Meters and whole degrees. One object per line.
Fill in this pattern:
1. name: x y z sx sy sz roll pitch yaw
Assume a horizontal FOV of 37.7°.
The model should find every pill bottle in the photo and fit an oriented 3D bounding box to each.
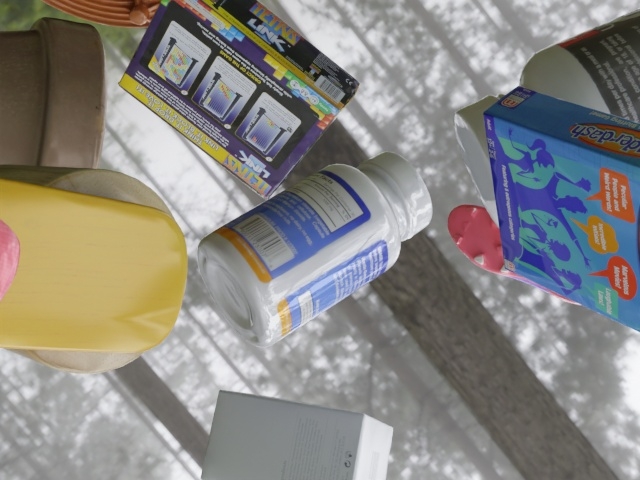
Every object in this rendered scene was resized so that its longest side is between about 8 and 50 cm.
1. pill bottle: 0.000 0.000 1.143 0.272 0.152 0.152 -31 -177 -24
2. pill bottle: 0.297 -0.122 0.878 0.319 0.176 0.176 -23 -173 0

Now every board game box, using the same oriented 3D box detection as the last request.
1. board game box: 0.220 -0.010 0.679 0.047 0.160 0.210 -37 -138 -25
2. board game box: -0.073 -0.134 0.802 0.141 0.170 0.048 -45 -171 48

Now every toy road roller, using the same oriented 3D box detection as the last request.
1. toy road roller: -0.251 0.066 0.493 0.330 0.240 0.203 6 -179 -41

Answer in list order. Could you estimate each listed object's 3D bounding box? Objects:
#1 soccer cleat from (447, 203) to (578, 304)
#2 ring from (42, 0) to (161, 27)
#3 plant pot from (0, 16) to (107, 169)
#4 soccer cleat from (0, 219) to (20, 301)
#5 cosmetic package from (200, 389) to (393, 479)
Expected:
1. soccer cleat: 0.297 0.021 1.342 0.095 0.248 0.083 4 111 -64
2. ring: -0.246 -0.356 0.994 0.337 0.337 0.032 -33 -146 43
3. plant pot: -0.361 -0.115 0.948 0.229 0.262 0.263 9 161 -28
4. soccer cleat: -0.174 -0.025 0.186 0.108 0.116 0.318 -61 171 0
5. cosmetic package: -0.027 0.317 1.404 0.224 0.225 0.138 48 49 -68
